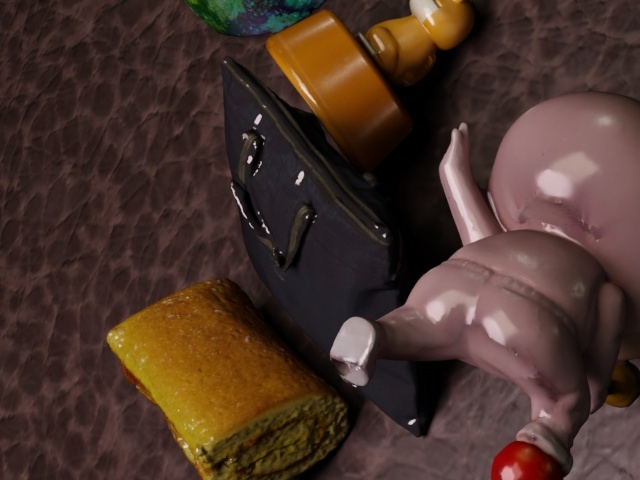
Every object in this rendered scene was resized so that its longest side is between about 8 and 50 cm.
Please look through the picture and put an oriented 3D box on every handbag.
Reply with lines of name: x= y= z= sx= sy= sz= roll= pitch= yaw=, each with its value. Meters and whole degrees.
handbag: x=0.000 y=0.000 z=1.185 sx=0.089 sy=0.211 sz=0.254 roll=-26 pitch=47 yaw=-15

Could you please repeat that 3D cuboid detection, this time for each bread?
bread: x=-0.075 y=0.115 z=1.249 sx=0.172 sy=0.132 sz=0.103 roll=42 pitch=148 yaw=44

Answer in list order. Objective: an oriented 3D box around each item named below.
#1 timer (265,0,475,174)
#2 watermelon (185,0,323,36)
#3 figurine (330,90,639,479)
timer: x=0.055 y=-0.145 z=1.232 sx=0.152 sy=0.132 sz=0.132 roll=-36 pitch=50 yaw=3
watermelon: x=-0.052 y=-0.254 z=1.378 sx=0.231 sy=0.128 sz=0.146 roll=-4 pitch=91 yaw=42
figurine: x=0.145 y=0.029 z=1.015 sx=0.176 sy=0.186 sz=0.287 roll=13 pitch=51 yaw=36
